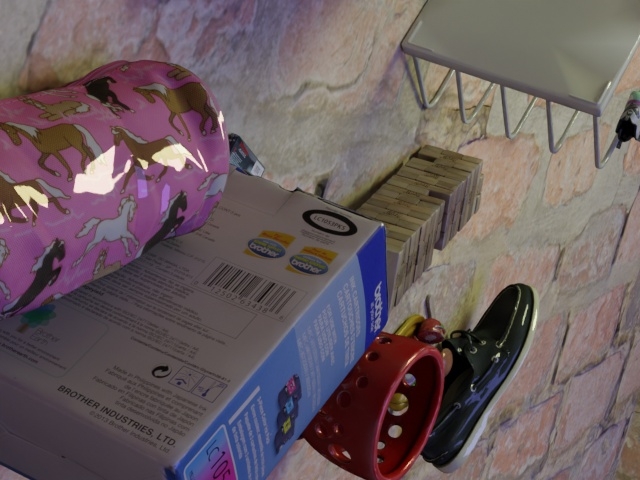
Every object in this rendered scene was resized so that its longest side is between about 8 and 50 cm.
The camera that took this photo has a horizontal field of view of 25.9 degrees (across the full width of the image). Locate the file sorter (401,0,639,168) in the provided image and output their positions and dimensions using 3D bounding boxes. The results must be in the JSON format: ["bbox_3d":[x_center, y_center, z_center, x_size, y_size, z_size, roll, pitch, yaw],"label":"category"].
[{"bbox_3d":[0.282,-0.241,1.850,0.193,0.277,0.173,-59,156,-22],"label":"file sorter"}]

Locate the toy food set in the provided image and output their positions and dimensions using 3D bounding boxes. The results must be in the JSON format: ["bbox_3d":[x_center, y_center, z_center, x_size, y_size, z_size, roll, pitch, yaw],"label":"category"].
[{"bbox_3d":[0.153,0.186,2.126,0.218,0.071,0.128,-47,146,-39],"label":"toy food set"}]

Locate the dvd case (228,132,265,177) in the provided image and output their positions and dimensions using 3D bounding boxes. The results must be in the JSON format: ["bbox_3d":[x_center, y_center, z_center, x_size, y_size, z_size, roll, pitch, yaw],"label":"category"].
[{"bbox_3d":[-0.105,-0.048,1.529,0.119,0.013,0.087,-63,153,-12],"label":"dvd case"}]

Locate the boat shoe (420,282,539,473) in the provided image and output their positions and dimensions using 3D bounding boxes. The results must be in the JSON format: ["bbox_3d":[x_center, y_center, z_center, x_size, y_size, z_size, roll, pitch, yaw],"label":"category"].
[{"bbox_3d":[0.240,0.205,2.270,0.113,0.127,0.340,31,86,-20],"label":"boat shoe"}]

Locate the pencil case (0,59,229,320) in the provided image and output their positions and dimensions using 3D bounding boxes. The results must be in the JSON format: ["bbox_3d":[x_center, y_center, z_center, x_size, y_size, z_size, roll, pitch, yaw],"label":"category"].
[{"bbox_3d":[-0.233,-0.043,1.123,0.386,0.160,0.167,-25,138,-55],"label":"pencil case"}]

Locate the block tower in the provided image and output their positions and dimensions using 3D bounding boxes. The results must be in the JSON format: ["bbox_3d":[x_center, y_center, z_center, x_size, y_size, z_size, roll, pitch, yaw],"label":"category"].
[{"bbox_3d":[0.120,-0.026,1.849,0.335,0.097,0.091,-45,146,-55],"label":"block tower"}]

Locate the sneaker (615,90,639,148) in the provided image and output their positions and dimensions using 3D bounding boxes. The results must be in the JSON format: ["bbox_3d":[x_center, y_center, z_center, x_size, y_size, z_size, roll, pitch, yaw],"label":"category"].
[{"bbox_3d":[0.405,-0.142,1.815,0.069,0.038,0.098,-57,148,-20],"label":"sneaker"}]

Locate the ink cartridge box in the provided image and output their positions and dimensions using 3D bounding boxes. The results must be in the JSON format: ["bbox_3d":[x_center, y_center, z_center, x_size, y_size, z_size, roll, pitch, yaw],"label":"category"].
[{"bbox_3d":[-0.114,0.068,1.300,0.395,0.270,0.151,-49,149,-35],"label":"ink cartridge box"}]

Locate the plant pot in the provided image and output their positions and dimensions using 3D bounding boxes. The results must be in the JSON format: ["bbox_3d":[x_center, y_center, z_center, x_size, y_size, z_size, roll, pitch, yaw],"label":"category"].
[{"bbox_3d":[0.045,0.200,1.810,0.191,0.174,0.191,-43,144,-43],"label":"plant pot"}]
